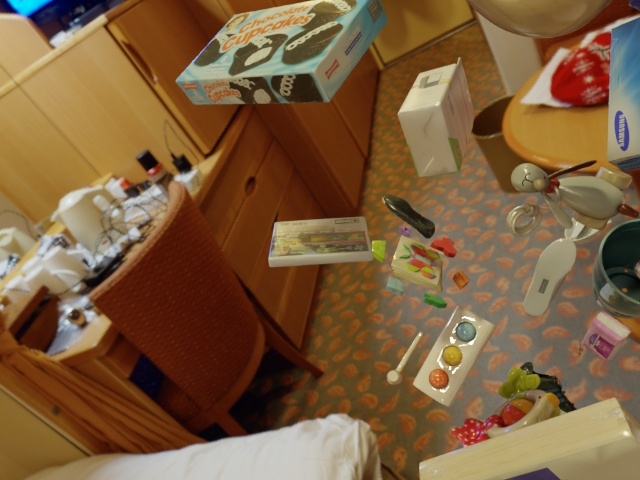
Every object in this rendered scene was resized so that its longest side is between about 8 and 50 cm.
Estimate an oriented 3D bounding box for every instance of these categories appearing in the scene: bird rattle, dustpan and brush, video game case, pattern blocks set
[{"bbox_3d":[0.435,0.404,1.222,0.254,0.143,0.207,-27,-10,-16],"label":"bird rattle"},{"bbox_3d":[0.938,-0.017,1.943,0.211,0.060,0.147,-55,23,4],"label":"dustpan and brush"},{"bbox_3d":[0.000,0.000,1.091,0.202,0.023,0.183,-3,25,1],"label":"video game case"},{"bbox_3d":[0.275,0.060,1.466,0.324,0.286,0.026,-86,13,-54],"label":"pattern blocks set"}]

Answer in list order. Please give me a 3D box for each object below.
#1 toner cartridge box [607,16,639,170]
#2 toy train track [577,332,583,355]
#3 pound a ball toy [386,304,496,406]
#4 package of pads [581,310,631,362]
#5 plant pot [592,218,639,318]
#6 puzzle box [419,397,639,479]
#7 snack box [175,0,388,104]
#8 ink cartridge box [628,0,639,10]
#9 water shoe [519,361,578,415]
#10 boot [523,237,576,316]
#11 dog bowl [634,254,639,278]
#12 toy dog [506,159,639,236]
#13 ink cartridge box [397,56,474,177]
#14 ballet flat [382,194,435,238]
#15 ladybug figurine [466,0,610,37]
[{"bbox_3d":[0.750,-0.345,1.193,0.165,0.075,0.347,-12,67,57],"label":"toner cartridge box"},{"bbox_3d":[0.834,0.334,1.690,0.014,0.083,0.048,8,28,33],"label":"toy train track"},{"bbox_3d":[0.351,0.339,1.574,0.208,0.136,0.319,30,92,22],"label":"pound a ball toy"},{"bbox_3d":[0.451,0.153,0.838,0.032,0.083,0.050,-33,54,-16],"label":"package of pads"},{"bbox_3d":[0.943,0.112,1.585,0.272,0.255,0.271,-4,64,8],"label":"plant pot"},{"bbox_3d":[0.363,0.372,0.719,0.272,0.409,0.052,-32,30,28],"label":"puzzle box"},{"bbox_3d":[-0.072,-0.303,0.853,0.322,0.060,0.187,11,59,40],"label":"snack box"},{"bbox_3d":[0.548,-0.327,0.572,0.151,0.270,0.395,-52,-12,-6],"label":"ink cartridge box"},{"bbox_3d":[0.636,0.414,1.451,0.080,0.203,0.073,-59,-14,9],"label":"water shoe"},{"bbox_3d":[0.691,0.102,1.602,0.095,0.258,0.123,28,22,19],"label":"boot"},{"bbox_3d":[0.875,0.036,1.061,0.408,0.408,0.150,-25,57,16],"label":"dog bowl"},{"bbox_3d":[0.649,-0.105,1.315,0.334,0.219,0.161,-10,26,-12],"label":"toy dog"},{"bbox_3d":[0.340,-0.357,1.500,0.119,0.207,0.353,-7,33,30],"label":"ink cartridge box"},{"bbox_3d":[0.228,-0.064,1.403,0.058,0.049,0.173,-33,61,-32],"label":"ballet flat"},{"bbox_3d":[0.325,-0.532,0.845,0.162,0.449,0.305,-24,-15,-24],"label":"ladybug figurine"}]
